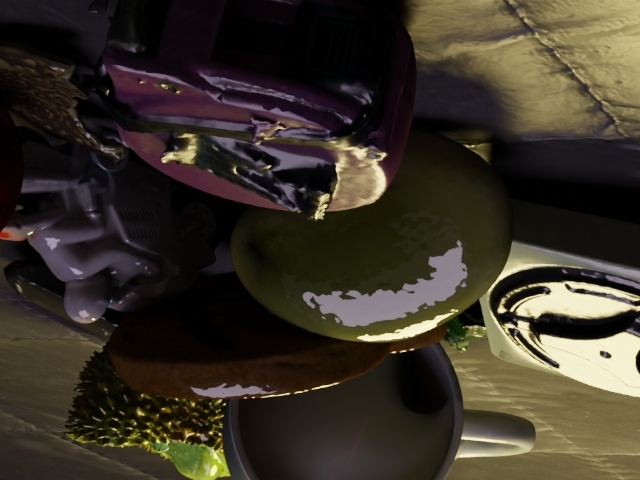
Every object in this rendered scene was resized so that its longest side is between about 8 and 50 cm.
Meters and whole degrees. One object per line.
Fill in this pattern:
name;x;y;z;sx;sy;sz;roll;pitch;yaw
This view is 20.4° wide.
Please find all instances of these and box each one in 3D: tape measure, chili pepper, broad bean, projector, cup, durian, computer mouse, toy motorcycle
tape measure;-0.053;-0.109;1.314;0.245;0.149;0.231;12;160;1
chili pepper;0.153;0.086;1.892;0.088;0.059;0.227;46;169;13
broad bean;0.043;-0.001;1.543;0.263;0.189;0.121;-15;-169;38
projector;0.270;0.070;1.622;0.259;0.079;0.257;13;154;19
cup;0.063;0.217;2.045;0.356;0.259;0.274;5;167;-6
durian;-0.206;0.209;2.288;0.236;0.177;0.200;8;152;-7
computer mouse;-0.223;0.076;2.061;0.295;0.087;0.168;25;167;-2
toy motorcycle;-0.208;-0.004;1.682;0.260;0.171;0.110;21;158;-32

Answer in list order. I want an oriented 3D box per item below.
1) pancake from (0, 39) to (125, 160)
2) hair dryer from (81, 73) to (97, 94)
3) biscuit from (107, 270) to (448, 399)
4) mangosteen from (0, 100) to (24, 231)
pancake;-0.231;-0.124;1.533;0.184;0.020;0.190;31;163;-20
hair dryer;-0.100;-0.110;1.513;0.194;0.050;0.173;23;156;-21
biscuit;-0.034;0.075;1.730;0.314;0.063;0.367;-4;-169;14
mangosteen;-0.371;-0.087;1.506;0.215;0.215;0.258;-4;120;37
